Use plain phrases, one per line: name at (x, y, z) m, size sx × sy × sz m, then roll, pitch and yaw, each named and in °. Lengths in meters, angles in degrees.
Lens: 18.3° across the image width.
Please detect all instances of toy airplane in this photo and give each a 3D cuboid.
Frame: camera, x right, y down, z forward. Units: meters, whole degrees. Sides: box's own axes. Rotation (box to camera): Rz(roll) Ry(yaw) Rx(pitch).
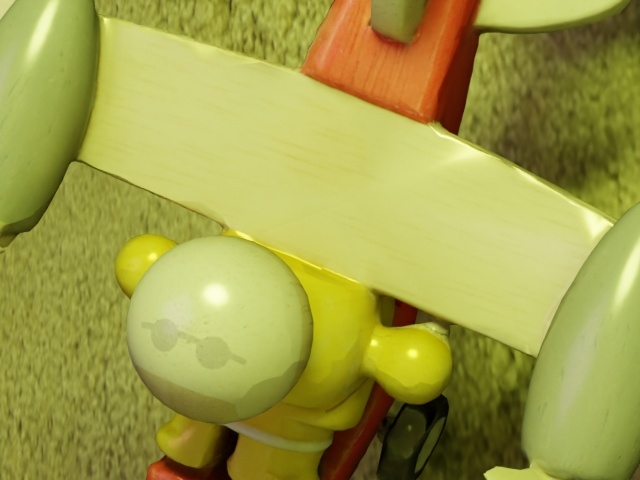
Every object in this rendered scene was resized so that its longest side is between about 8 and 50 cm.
toy airplane at (0.000, -0.009, 0.976) m, size 0.386 × 0.272 × 0.384 m, roll -22°, pitch 99°, yaw 28°
